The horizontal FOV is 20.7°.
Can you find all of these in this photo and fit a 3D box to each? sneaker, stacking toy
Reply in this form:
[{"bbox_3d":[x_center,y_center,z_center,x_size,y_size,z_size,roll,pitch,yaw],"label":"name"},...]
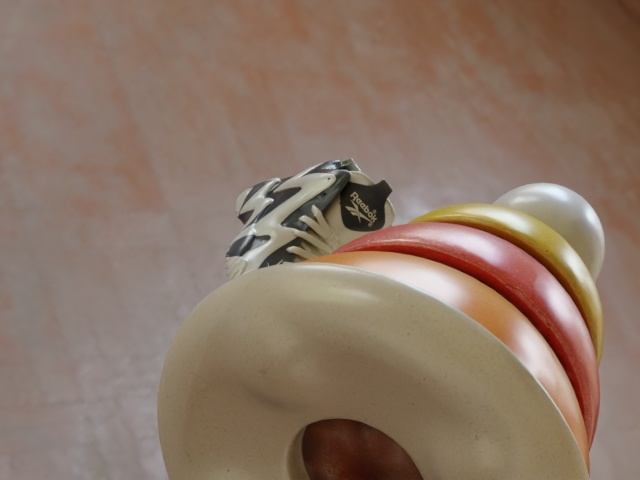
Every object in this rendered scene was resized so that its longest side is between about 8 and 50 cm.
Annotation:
[{"bbox_3d":[0.000,0.000,1.646,0.094,0.153,0.235,54,19,-23],"label":"sneaker"},{"bbox_3d":[0.122,0.078,1.426,0.350,0.350,0.480,51,41,-6],"label":"stacking toy"}]
